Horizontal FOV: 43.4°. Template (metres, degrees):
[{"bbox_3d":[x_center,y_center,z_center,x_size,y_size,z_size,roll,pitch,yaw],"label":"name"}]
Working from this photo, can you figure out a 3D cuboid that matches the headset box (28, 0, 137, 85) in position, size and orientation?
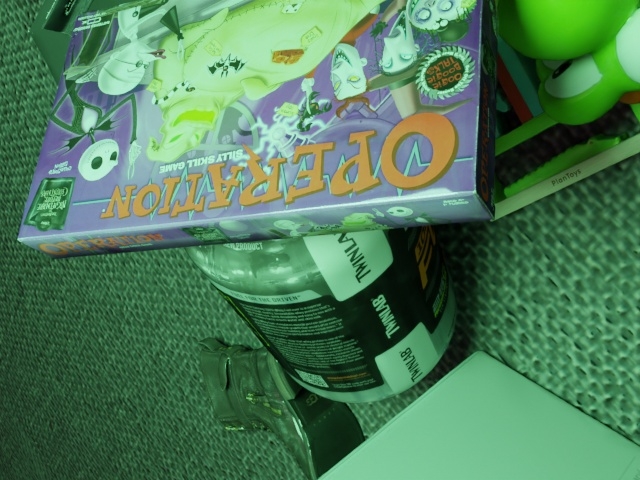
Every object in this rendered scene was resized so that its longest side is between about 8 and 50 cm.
[{"bbox_3d":[-0.129,-0.242,0.793,0.218,0.293,0.110,-37,81,45],"label":"headset box"}]

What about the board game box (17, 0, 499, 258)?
[{"bbox_3d":[-0.050,-0.099,0.570,0.347,0.056,0.208,-5,69,25],"label":"board game box"}]

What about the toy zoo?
[{"bbox_3d":[0.166,-0.183,0.737,0.192,0.030,0.293,-30,87,45],"label":"toy zoo"}]

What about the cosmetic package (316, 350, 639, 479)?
[{"bbox_3d":[0.190,0.382,0.753,0.394,0.327,0.329,32,126,28],"label":"cosmetic package"}]

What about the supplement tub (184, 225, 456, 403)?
[{"bbox_3d":[0.000,0.000,0.744,0.207,0.207,0.338,26,161,32],"label":"supplement tub"}]

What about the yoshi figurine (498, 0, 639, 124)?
[{"bbox_3d":[0.245,-0.213,0.515,0.203,0.204,0.362,51,134,3],"label":"yoshi figurine"}]

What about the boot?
[{"bbox_3d":[-0.062,0.243,1.103,0.229,0.091,0.262,-21,89,50],"label":"boot"}]
